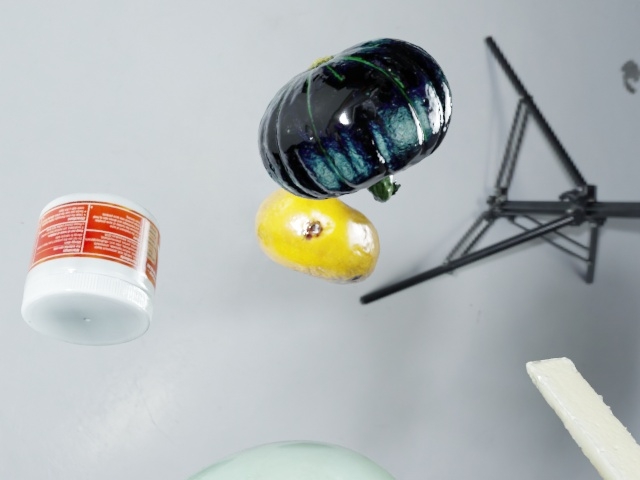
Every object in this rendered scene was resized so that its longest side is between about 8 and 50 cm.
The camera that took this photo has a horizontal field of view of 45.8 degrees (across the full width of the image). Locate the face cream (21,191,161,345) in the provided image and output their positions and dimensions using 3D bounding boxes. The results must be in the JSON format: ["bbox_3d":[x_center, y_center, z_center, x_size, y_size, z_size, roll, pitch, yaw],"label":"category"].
[{"bbox_3d":[-0.367,0.047,1.233,0.201,0.201,0.187,17,53,-27],"label":"face cream"}]

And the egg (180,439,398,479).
[{"bbox_3d":[-0.058,0.323,0.511,0.276,0.276,0.389,30,85,-26],"label":"egg"}]

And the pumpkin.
[{"bbox_3d":[0.032,-0.116,0.728,0.194,0.194,0.150,-28,79,-23],"label":"pumpkin"}]

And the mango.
[{"bbox_3d":[0.002,-0.006,1.099,0.177,0.295,0.120,20,88,12],"label":"mango"}]

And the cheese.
[{"bbox_3d":[0.410,0.300,1.028,0.085,0.400,0.034,2,122,-21],"label":"cheese"}]
